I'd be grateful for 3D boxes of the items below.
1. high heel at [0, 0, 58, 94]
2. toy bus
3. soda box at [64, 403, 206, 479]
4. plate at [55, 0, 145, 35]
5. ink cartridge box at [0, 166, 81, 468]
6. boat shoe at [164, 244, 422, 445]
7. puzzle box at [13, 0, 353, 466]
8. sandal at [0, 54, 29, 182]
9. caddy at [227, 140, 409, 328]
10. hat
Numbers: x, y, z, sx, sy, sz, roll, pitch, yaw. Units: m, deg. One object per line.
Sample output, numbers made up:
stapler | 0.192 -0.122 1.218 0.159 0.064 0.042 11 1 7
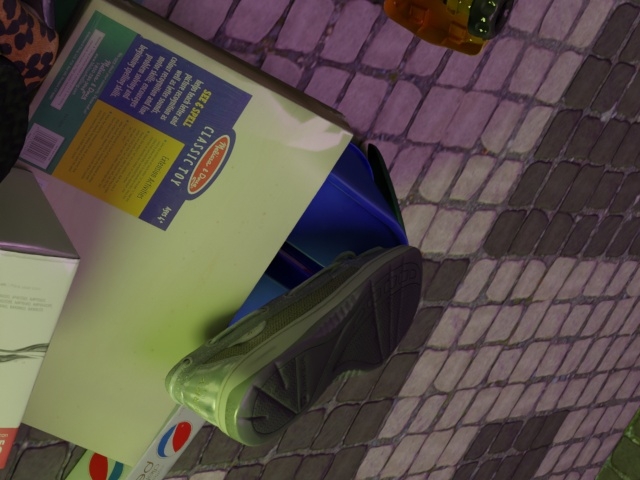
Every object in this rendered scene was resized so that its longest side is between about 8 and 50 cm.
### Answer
high heel | -0.296 -0.161 1.185 0.261 0.093 0.186 -27 136 -50
toy bus | 0.173 -0.342 1.659 0.211 0.149 0.220 -47 156 -42
soda box | -0.212 0.241 1.805 0.216 0.069 0.074 -53 150 3
plate | -0.224 -0.222 1.341 0.188 0.024 0.188 -33 144 -28
ink cartridge box | -0.294 0.060 1.302 0.092 0.158 0.218 7 117 -32
boat shoe | -0.011 0.085 1.494 0.320 0.103 0.118 -36 136 -42
puzzle box | -0.188 -0.002 1.418 0.272 0.052 0.409 27 108 -22
sandal | -0.383 0.002 1.096 0.446 0.107 0.167 -47 153 -42
caddy | -0.069 -0.024 1.608 0.241 0.179 0.341 -42 137 11
hat | 0.000 0.000 1.808 0.183 0.208 0.173 -14 128 -4
